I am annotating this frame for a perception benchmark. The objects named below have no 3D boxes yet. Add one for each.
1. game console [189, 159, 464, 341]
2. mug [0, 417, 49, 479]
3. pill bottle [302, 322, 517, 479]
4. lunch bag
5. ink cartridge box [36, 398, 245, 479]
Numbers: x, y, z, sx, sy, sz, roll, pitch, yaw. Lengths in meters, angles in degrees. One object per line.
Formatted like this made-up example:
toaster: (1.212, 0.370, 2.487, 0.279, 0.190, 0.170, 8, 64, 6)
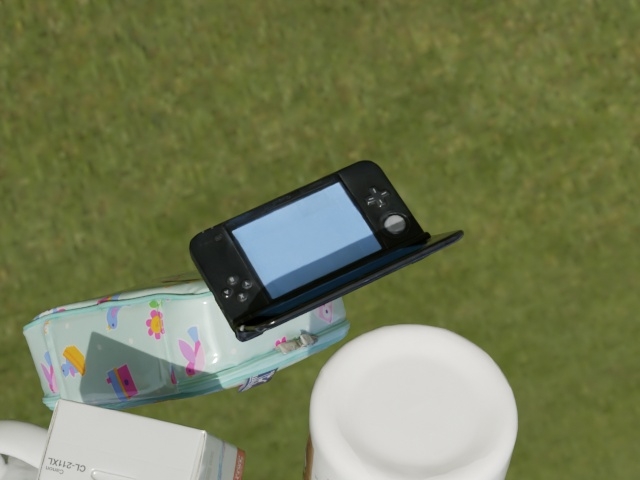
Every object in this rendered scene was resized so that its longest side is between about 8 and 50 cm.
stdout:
game console: (0.000, 0.000, 0.898, 0.122, 0.107, 0.071, -24, 149, -13)
mug: (-0.276, 0.344, 1.788, 0.276, 0.328, 0.374, -44, 137, -39)
pill bottle: (0.053, 0.168, 1.117, 0.131, 0.131, 0.229, -14, 146, -14)
lunch bag: (-0.117, 0.084, 1.561, 0.279, 0.108, 0.224, -11, -177, 39)
ink cartridge box: (-0.142, 0.185, 1.363, 0.127, 0.072, 0.175, 11, 169, 10)
